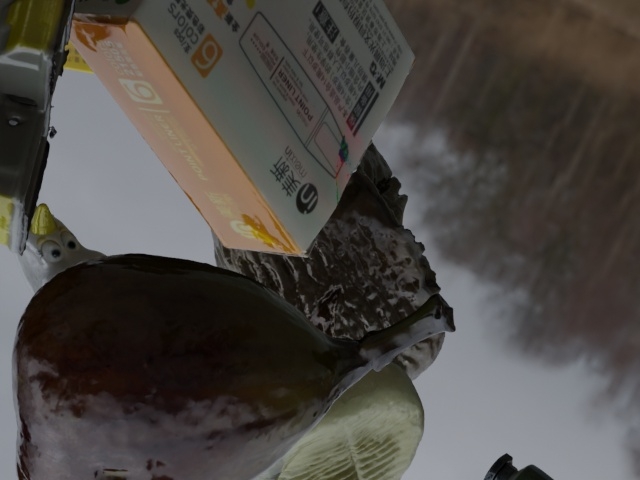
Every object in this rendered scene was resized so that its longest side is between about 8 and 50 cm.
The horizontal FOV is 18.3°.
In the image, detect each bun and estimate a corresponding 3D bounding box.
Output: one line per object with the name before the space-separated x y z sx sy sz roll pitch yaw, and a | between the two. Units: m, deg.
bun | -0.009 0.196 2.108 0.229 0.229 0.145 19 -157 -46

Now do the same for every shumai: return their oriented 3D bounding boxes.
shumai | -0.001 -0.001 2.333 0.346 0.217 0.283 45 -170 -20

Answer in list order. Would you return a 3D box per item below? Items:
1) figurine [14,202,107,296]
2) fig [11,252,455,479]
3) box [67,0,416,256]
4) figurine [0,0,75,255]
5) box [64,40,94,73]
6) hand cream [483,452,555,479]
figurine | -0.241 0.044 1.847 0.109 0.178 0.130 -30 -136 -25
fig | -0.053 0.076 1.188 0.274 0.170 0.145 -12 -150 -10
box | -0.054 -0.150 1.495 0.091 0.220 0.274 7 143 38
figurine | -0.307 -0.111 1.293 0.309 0.308 0.143 25 178 1
box | -0.107 -0.180 1.795 0.269 0.043 0.152 10 -149 13
hand cream | 0.270 0.294 1.921 0.256 0.088 0.055 35 -142 18
